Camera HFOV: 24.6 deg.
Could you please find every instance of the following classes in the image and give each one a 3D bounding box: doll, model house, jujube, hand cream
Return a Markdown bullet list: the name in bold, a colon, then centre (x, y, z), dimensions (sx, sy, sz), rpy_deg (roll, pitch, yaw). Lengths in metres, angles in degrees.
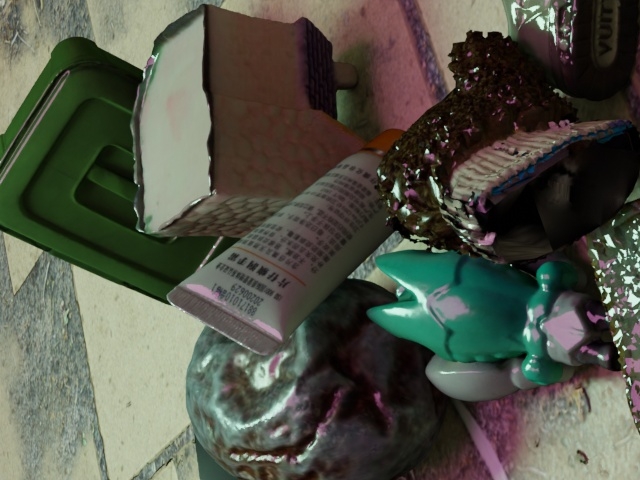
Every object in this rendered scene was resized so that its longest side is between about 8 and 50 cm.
- **doll**: centre (0.169, 0.080, 1.382), dimensions (0.258, 0.153, 0.195), rpy_deg (43, 107, 31)
- **model house**: centre (-0.069, -0.118, 1.674), dimensions (0.202, 0.237, 0.237), rpy_deg (-34, 55, 54)
- **jujube**: centre (0.001, 0.159, 1.561), dimensions (0.308, 0.215, 0.246), rpy_deg (14, 75, 57)
- **hand cream**: centre (0.000, 0.000, 1.488), dimensions (0.140, 0.314, 0.089), rpy_deg (29, 140, 33)

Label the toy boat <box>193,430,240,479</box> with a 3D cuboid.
- **toy boat**: centre (-0.069, 0.265, 1.783), dimensions (0.134, 0.092, 0.299), rpy_deg (-22, 56, 20)

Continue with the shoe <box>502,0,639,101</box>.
- **shoe**: centre (0.214, -0.277, 1.332), dimensions (0.149, 0.109, 0.293), rpy_deg (15, 105, 52)

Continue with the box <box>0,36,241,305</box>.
- **box**: centre (-0.241, -0.092, 1.852), dimensions (0.253, 0.329, 0.178), rpy_deg (-55, 28, 13)

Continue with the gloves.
- **gloves**: centre (0.144, -0.075, 1.281), dimensions (0.210, 0.135, 0.312), rpy_deg (-49, 21, -11)

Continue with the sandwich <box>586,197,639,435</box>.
- **sandwich**: centre (0.344, 0.042, 1.115), dimensions (0.301, 0.099, 0.271), rpy_deg (-43, 48, 48)
